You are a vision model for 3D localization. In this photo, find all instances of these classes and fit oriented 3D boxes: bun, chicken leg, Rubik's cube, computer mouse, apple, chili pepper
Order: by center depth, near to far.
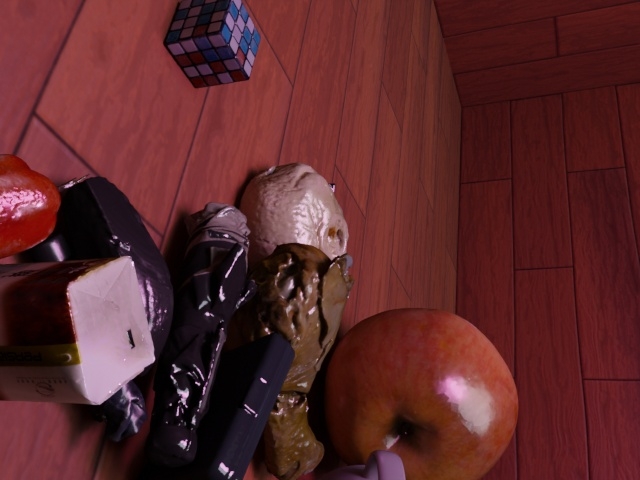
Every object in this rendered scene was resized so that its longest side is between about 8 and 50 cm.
[{"bbox_3d":[-0.277,-0.031,0.561,0.084,0.086,0.192,55,35,-1],"label":"chili pepper"},{"bbox_3d":[-0.200,0.032,0.666,0.122,0.074,0.217,74,-6,-73],"label":"computer mouse"},{"bbox_3d":[-0.152,-0.288,0.915,0.092,0.092,0.092,57,36,-51],"label":"Rubik's cube"},{"bbox_3d":[-0.048,0.205,0.992,0.153,0.202,0.428,-144,-132,-58],"label":"chicken leg"},{"bbox_3d":[-0.032,-0.022,1.097,0.244,0.153,0.243,-5,90,-73],"label":"bun"},{"bbox_3d":[0.193,0.327,1.286,0.346,0.392,0.391,-45,127,-64],"label":"apple"}]

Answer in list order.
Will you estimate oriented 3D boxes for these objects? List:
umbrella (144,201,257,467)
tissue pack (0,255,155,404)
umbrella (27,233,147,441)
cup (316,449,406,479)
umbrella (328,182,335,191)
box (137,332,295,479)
[{"bbox_3d":[-0.140,0.105,0.793,0.113,0.106,0.357,73,15,-46],"label":"umbrella"},{"bbox_3d":[-0.239,0.076,0.550,0.099,0.149,0.106,-38,121,-65],"label":"tissue pack"},{"bbox_3d":[-0.246,0.102,0.651,0.071,0.080,0.224,-25,110,-30],"label":"umbrella"},{"bbox_3d":[0.082,0.518,0.996,0.327,0.237,0.322,-90,-169,-72],"label":"cup"},{"bbox_3d":[0.000,0.000,1.296,0.066,0.059,0.235,169,-78,-69],"label":"umbrella"},{"bbox_3d":[-0.128,0.223,0.800,0.050,0.160,0.230,51,34,-18],"label":"box"}]
